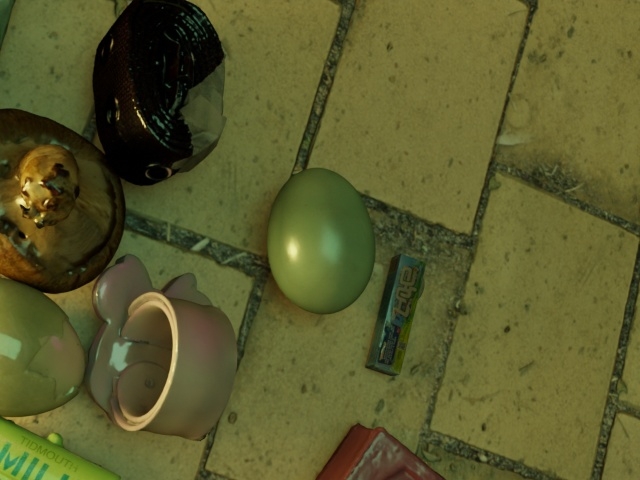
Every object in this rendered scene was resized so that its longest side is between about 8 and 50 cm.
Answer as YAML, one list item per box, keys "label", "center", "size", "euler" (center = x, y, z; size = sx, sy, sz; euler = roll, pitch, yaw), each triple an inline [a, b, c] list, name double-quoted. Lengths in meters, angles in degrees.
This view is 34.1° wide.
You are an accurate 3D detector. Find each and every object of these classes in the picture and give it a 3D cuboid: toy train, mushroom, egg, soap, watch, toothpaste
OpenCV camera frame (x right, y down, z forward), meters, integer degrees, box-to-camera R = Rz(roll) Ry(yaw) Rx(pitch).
- label: "toy train"
  center: [-0.399, 0.337, 1.434]
  size: [0.253, 0.105, 0.157]
  euler: [29, 67, -8]
- label: "mushroom"
  center: [-0.381, -0.061, 1.470]
  size: [0.267, 0.254, 0.267]
  euler: [4, 85, -62]
- label: "egg"
  center: [-0.425, 0.153, 1.422]
  size: [0.217, 0.183, 0.183]
  euler: [36, 69, -17]
- label: "soap"
  center: [0.056, 0.484, 1.560]
  size: [0.233, 0.128, 0.359]
  euler: [40, 70, -9]
- label: "egg"
  center: [0.000, 0.000, 1.614]
  size: [0.168, 0.168, 0.231]
  euler: [-1, 76, -20]
- label: "watch"
  center: [-0.205, 0.154, 1.471]
  size: [0.211, 0.217, 0.248]
  euler: [19, 77, -38]
- label: "toothpaste"
  center: [0.133, 0.125, 1.704]
  size: [0.070, 0.044, 0.193]
  euler: [19, 73, -15]

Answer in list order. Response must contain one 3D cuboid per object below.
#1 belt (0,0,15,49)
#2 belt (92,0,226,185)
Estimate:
- label: "belt"
  center: [-0.497, -0.308, 1.537]
  size: [0.072, 0.087, 0.302]
  euler: [13, 75, -11]
- label: "belt"
  center: [-0.247, -0.218, 1.567]
  size: [0.184, 0.164, 0.289]
  euler: [16, 56, -35]
